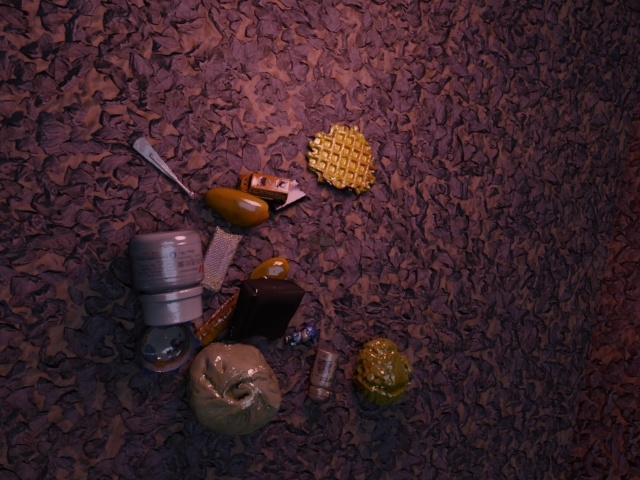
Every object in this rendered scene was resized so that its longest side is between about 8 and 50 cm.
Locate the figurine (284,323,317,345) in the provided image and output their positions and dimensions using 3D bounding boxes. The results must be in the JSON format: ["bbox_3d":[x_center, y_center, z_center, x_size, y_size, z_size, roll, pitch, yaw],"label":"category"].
[{"bbox_3d":[-0.081,0.385,2.039,0.136,0.077,0.079,-2,58,-9],"label":"figurine"}]

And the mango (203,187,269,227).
[{"bbox_3d":[-0.317,-0.124,1.884,0.253,0.138,0.113,18,44,-12],"label":"mango"}]

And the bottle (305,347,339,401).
[{"bbox_3d":[0.014,0.557,2.057,0.110,0.097,0.209,14,85,15],"label":"bottle"}]

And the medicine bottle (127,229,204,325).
[{"bbox_3d":[-0.526,0.123,1.734,0.245,0.245,0.306,-7,95,-23],"label":"medicine bottle"}]

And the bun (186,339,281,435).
[{"bbox_3d":[-0.324,0.544,1.833,0.326,0.234,0.362,-41,90,-12],"label":"bun"}]

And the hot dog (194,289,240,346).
[{"bbox_3d":[-0.359,0.289,1.909,0.289,0.068,0.083,-45,114,-17],"label":"hot dog"}]

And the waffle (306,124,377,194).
[{"bbox_3d":[0.091,-0.331,2.090,0.312,0.060,0.307,-20,97,-22],"label":"waffle"}]

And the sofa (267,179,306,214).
[{"bbox_3d":[-0.141,-0.173,2.001,0.147,0.060,0.085,-30,79,-20],"label":"sofa"}]

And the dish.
[{"bbox_3d":[-0.559,0.375,1.808,0.236,0.086,0.228,-33,121,-17],"label":"dish"}]

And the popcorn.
[{"bbox_3d":[0.262,0.553,2.105,0.258,0.224,0.270,-45,101,-24],"label":"popcorn"}]

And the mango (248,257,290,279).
[{"bbox_3d":[-0.200,0.127,1.978,0.187,0.066,0.101,-23,99,-13],"label":"mango"}]

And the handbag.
[{"bbox_3d":[-0.213,0.269,1.906,0.285,0.113,0.257,8,109,-49],"label":"handbag"}]

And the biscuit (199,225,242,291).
[{"bbox_3d":[-0.391,0.070,1.892,0.108,0.062,0.239,25,83,-24],"label":"biscuit"}]

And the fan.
[{"bbox_3d":[-0.565,-0.264,1.828,0.282,0.023,0.057,45,66,-18],"label":"fan"}]

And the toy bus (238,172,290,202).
[{"bbox_3d":[-0.215,-0.209,1.918,0.194,0.088,0.083,9,69,-8],"label":"toy bus"}]

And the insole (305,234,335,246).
[{"bbox_3d":[0.000,0.000,2.090,0.135,0.002,0.045,10,87,-23],"label":"insole"}]
